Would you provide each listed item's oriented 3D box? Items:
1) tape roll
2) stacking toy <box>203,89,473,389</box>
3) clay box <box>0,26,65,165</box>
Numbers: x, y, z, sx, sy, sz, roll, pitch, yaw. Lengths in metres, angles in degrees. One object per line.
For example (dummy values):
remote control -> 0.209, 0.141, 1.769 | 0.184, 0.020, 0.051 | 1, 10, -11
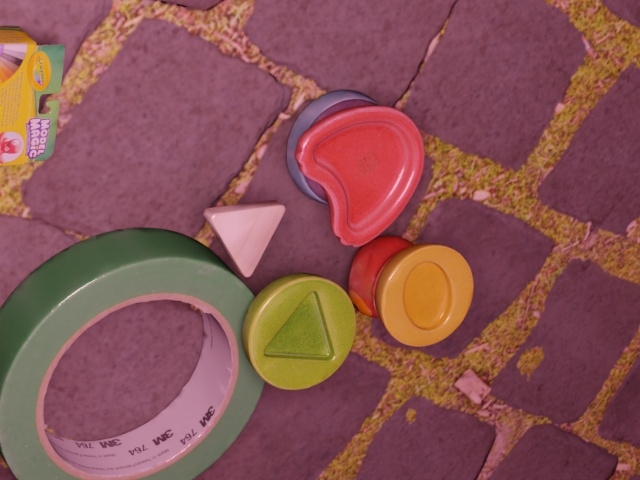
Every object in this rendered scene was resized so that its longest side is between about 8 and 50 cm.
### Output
tape roll -> -0.212, 0.144, 1.712 | 0.321, 0.077, 0.321 | -16, 125, -24
stacking toy -> 0.000, 0.000, 1.745 | 0.279, 0.130, 0.309 | -27, 118, -18
clay box -> -0.354, -0.133, 1.464 | 0.222, 0.053, 0.127 | -5, 119, -33
